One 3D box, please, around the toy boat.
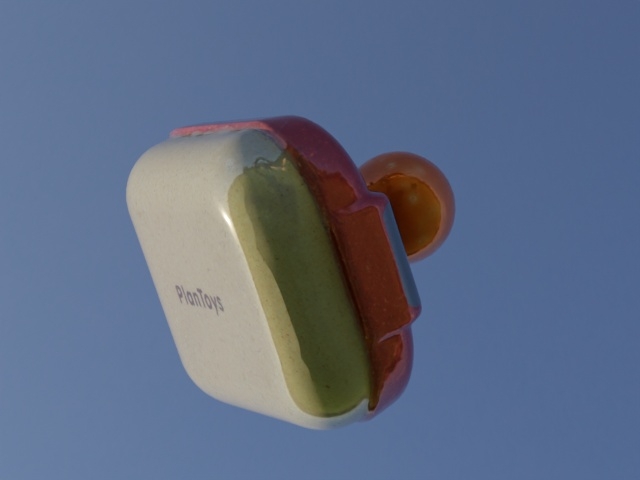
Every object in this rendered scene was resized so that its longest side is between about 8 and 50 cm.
[{"bbox_3d":[0.000,0.000,0.817,0.151,0.231,0.151,-22,-79,-23],"label":"toy boat"}]
